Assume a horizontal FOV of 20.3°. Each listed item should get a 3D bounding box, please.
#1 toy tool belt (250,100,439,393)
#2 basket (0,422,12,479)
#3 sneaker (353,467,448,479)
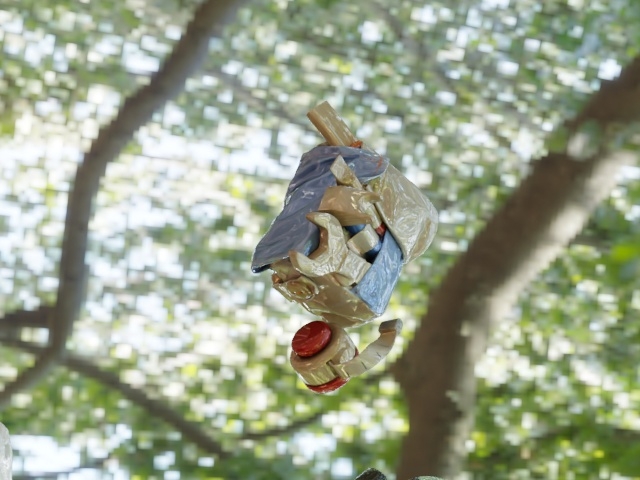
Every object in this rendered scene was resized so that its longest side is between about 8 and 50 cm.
[{"bbox_3d":[0.000,0.000,0.544,0.052,0.051,0.083,-14,-143,35],"label":"toy tool belt"},{"bbox_3d":[-0.256,0.165,1.038,0.113,0.103,0.167,33,-52,29],"label":"basket"},{"bbox_3d":[0.003,0.228,0.999,0.094,0.256,0.151,23,-54,23],"label":"sneaker"}]
